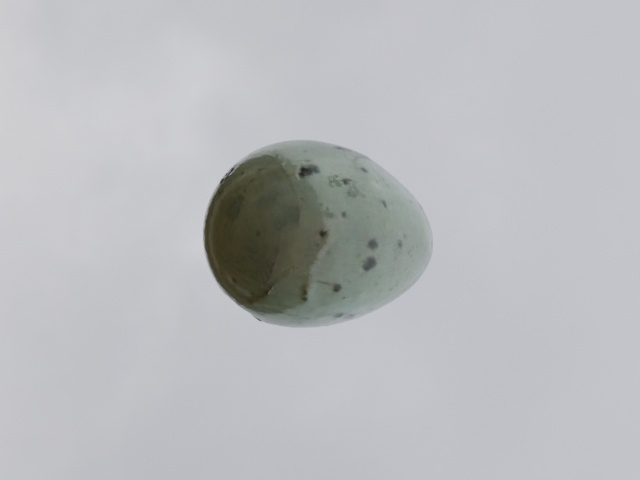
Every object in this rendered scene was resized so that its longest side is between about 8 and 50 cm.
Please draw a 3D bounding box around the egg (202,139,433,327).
[{"bbox_3d":[0.000,0.000,1.130,0.131,0.164,0.131,-44,-141,50],"label":"egg"}]
